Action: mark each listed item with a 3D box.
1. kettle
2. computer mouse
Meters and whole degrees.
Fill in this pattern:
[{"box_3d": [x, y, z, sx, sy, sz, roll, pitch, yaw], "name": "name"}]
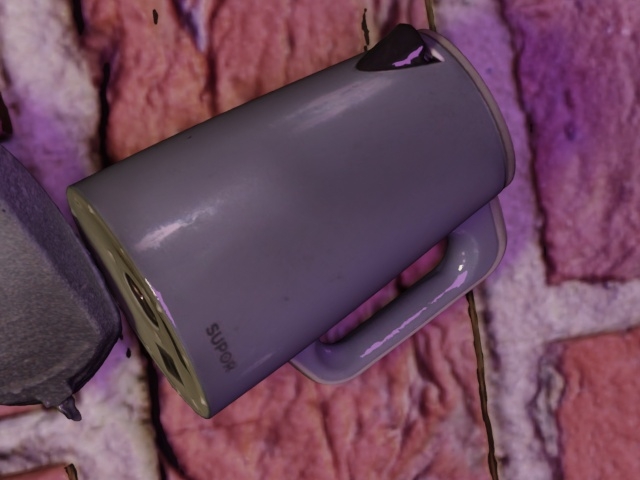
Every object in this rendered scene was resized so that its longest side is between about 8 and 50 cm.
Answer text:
[{"box_3d": [0.000, 0.000, 1.037, 0.243, 0.160, 0.211, -30, 123, -14], "name": "kettle"}, {"box_3d": [-0.201, 0.011, 1.020, 0.113, 0.068, 0.229, -25, 117, 11], "name": "computer mouse"}]
